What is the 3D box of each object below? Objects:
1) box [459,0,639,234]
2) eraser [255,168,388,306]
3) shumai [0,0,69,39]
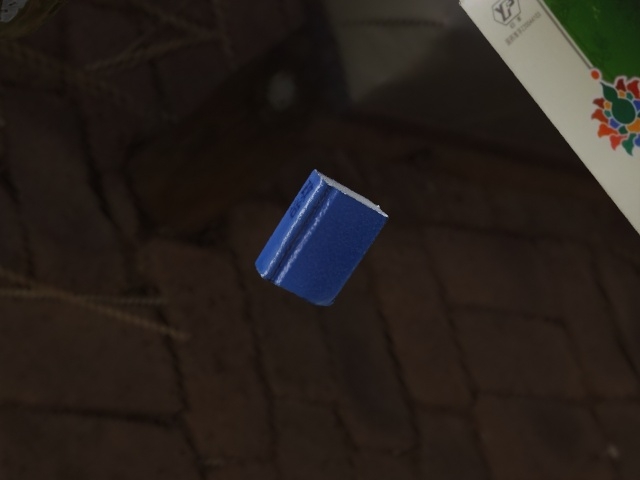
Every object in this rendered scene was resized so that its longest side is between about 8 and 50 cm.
[{"bbox_3d":[0.186,-0.108,0.739,0.095,0.212,0.168,-31,82,-44],"label":"box"},{"bbox_3d":[0.000,0.000,1.314,0.063,0.085,0.027,28,12,-28],"label":"eraser"},{"bbox_3d":[-0.128,-0.180,0.812,0.218,0.256,0.189,9,33,-28],"label":"shumai"}]
